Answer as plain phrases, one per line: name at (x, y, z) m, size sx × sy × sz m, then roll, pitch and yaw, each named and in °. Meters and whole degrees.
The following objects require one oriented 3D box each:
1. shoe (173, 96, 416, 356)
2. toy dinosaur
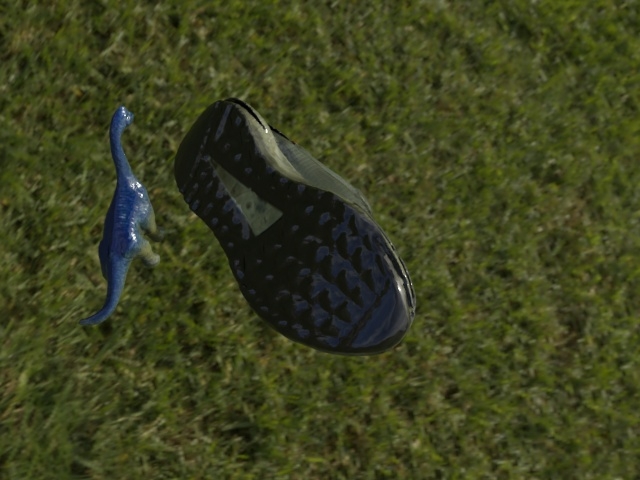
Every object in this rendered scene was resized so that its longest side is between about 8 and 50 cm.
shoe at (0.000, 0.000, 0.996) m, size 0.171 × 0.132 × 0.336 m, roll 22°, pitch 19°, yaw -47°
toy dinosaur at (-0.265, -0.022, 1.334) m, size 0.075 × 0.188 × 0.247 m, roll 15°, pitch 69°, yaw 20°
